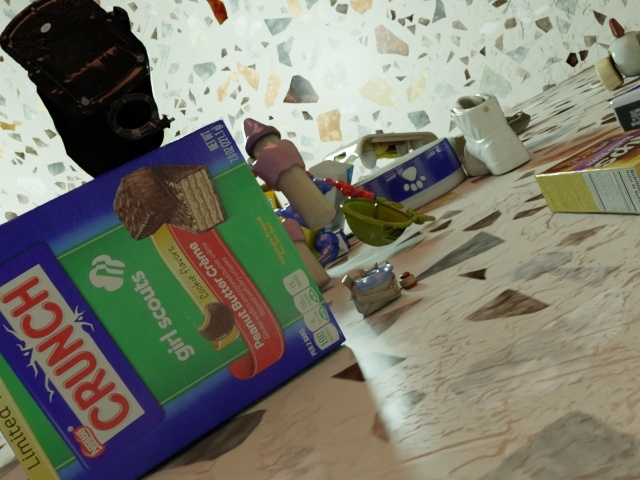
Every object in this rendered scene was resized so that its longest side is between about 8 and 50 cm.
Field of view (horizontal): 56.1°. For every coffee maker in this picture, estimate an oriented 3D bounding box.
[{"bbox_3d":[-0.226,-0.132,0.621,0.120,0.171,0.178,-22,-13,-14],"label":"coffee maker"}]

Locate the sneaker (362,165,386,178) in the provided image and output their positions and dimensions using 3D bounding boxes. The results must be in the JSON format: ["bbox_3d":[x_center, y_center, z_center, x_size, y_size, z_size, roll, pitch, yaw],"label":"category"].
[{"bbox_3d":[0.174,-0.163,1.806,0.153,0.094,0.235,-26,6,32],"label":"sneaker"}]

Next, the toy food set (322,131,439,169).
[{"bbox_3d":[0.182,-0.252,1.815,0.306,0.093,0.219,-8,-4,-30],"label":"toy food set"}]

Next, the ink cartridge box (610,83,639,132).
[{"bbox_3d":[0.605,-0.257,0.784,0.307,0.072,0.303,-28,4,-19],"label":"ink cartridge box"}]

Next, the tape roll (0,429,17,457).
[{"bbox_3d":[-0.423,0.212,0.987,0.246,0.169,0.246,-27,7,3],"label":"tape roll"}]

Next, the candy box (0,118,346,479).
[{"bbox_3d":[-0.180,0.068,0.613,0.317,0.268,0.122,-30,3,-17],"label":"candy box"}]

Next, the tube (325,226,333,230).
[{"bbox_3d":[-0.072,0.006,1.306,0.207,0.052,0.080,-25,15,-36],"label":"tube"}]

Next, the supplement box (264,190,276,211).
[{"bbox_3d":[-0.242,0.025,1.439,0.195,0.194,0.356,-9,13,23],"label":"supplement box"}]

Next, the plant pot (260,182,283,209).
[{"bbox_3d":[-0.185,-0.015,1.754,0.212,0.212,0.187,-29,-6,-2],"label":"plant pot"}]

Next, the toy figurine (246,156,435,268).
[{"bbox_3d":[0.000,0.000,1.098,0.362,0.217,0.191,25,14,33],"label":"toy figurine"}]

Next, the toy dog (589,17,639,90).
[{"bbox_3d":[0.789,-0.501,1.534,0.220,0.161,0.333,-26,6,20],"label":"toy dog"}]

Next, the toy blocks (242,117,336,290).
[{"bbox_3d":[-0.170,-0.013,0.868,0.308,0.260,0.289,-31,-22,-16],"label":"toy blocks"}]

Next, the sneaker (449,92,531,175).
[{"bbox_3d":[0.336,-0.227,1.255,0.108,0.169,0.292,-30,5,2],"label":"sneaker"}]

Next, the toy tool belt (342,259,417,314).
[{"bbox_3d":[0.069,0.047,0.700,0.083,0.051,0.052,-30,6,-17],"label":"toy tool belt"}]

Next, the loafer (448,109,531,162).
[{"bbox_3d":[0.468,-0.304,1.677,0.251,0.088,0.094,-29,6,-3],"label":"loafer"}]

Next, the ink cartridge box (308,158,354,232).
[{"bbox_3d":[0.012,-0.068,1.450,0.077,0.231,0.134,14,21,16],"label":"ink cartridge box"}]

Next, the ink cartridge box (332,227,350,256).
[{"bbox_3d":[-0.039,0.044,1.248,0.207,0.046,0.097,-28,4,8],"label":"ink cartridge box"}]

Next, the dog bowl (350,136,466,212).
[{"bbox_3d":[0.198,-0.135,1.402,0.264,0.104,0.265,-28,6,3],"label":"dog bowl"}]

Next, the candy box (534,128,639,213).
[{"bbox_3d":[0.314,-0.074,0.608,0.109,0.053,0.186,-28,7,-5],"label":"candy box"}]
